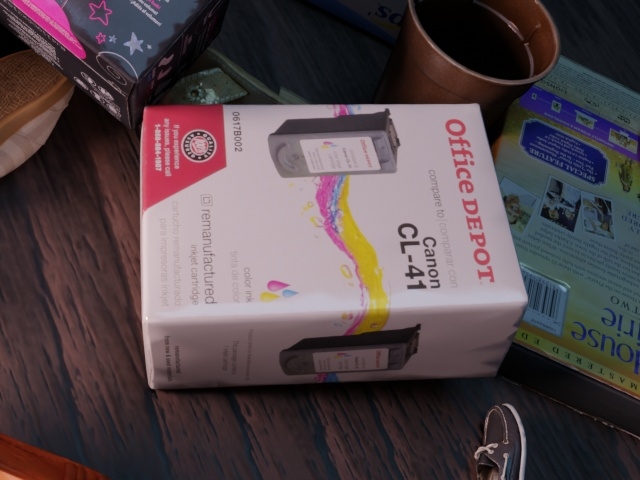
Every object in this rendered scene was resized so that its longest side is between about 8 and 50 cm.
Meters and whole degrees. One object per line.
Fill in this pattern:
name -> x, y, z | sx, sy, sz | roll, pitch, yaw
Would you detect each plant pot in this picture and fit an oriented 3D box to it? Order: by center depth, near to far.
plant pot -> 0.140, -0.176, 1.075 | 0.167, 0.165, 0.166 | 10, 54, -15

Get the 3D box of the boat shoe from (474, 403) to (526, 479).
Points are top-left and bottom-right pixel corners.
boat shoe -> 0.155, 0.203, 0.903 | 0.038, 0.046, 0.125 | 13, 62, -19

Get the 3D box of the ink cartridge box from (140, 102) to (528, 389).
ink cartridge box -> 0.000, 0.000, 0.887 | 0.307, 0.131, 0.226 | -3, 56, -7

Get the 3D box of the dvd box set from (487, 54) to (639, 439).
dvd box set -> 0.309, -0.005, 1.093 | 0.308, 0.062, 0.420 | 24, 52, -5

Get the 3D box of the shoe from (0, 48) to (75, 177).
shoe -> -0.294, -0.104, 0.927 | 0.077, 0.058, 0.219 | 23, 48, 11

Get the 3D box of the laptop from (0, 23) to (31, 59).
laptop -> -0.495, -0.353, 0.976 | 0.408, 0.236, 0.381 | -1, 70, 11

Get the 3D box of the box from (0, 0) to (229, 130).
box -> -0.211, -0.240, 0.881 | 0.247, 0.163, 0.142 | 40, 77, -4

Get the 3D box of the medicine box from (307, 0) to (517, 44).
medicine box -> 0.135, -0.370, 1.215 | 0.264, 0.149, 0.289 | 26, 51, -4

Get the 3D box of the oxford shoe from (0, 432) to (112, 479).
oxford shoe -> -0.213, 0.218, 0.721 | 0.364, 0.130, 0.132 | 37, 85, -3

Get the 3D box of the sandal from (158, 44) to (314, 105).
sandal -> -0.108, -0.129, 0.993 | 0.240, 0.088, 0.079 | 22, 46, -13
